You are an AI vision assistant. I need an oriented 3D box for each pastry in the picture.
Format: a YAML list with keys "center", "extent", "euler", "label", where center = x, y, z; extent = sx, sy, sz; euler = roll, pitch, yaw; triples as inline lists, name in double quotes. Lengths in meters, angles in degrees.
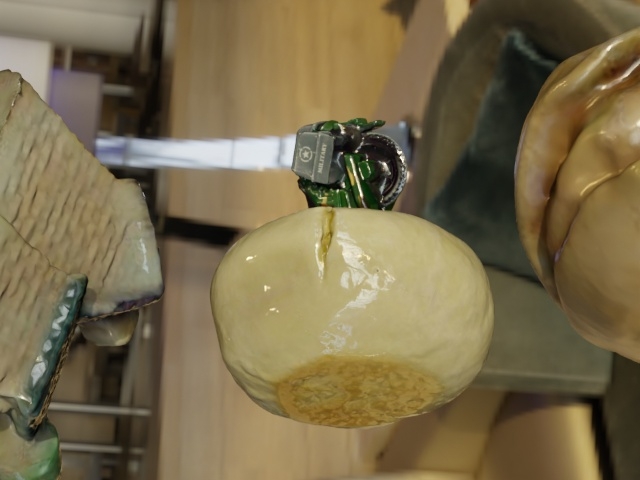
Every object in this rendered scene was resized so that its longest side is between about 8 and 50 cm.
- center: [0.016, 0.043, 0.757]
  extent: [0.156, 0.157, 0.092]
  euler: [111, 158, -54]
  label: "pastry"

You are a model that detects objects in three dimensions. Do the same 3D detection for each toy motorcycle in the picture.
- center: [0.000, 0.000, 1.454]
  extent: [0.125, 0.187, 0.274]
  euler: [-6, -72, -60]
  label: "toy motorcycle"

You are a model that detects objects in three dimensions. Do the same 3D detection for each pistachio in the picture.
- center: [0.210, -0.012, 0.776]
  extent: [0.181, 0.293, 0.162]
  euler: [-40, 48, 10]
  label: "pistachio"

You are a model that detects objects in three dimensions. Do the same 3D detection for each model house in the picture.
- center: [-0.291, 0.052, 1.218]
  extent: [0.243, 0.284, 0.298]
  euler: [-5, 56, 38]
  label: "model house"
